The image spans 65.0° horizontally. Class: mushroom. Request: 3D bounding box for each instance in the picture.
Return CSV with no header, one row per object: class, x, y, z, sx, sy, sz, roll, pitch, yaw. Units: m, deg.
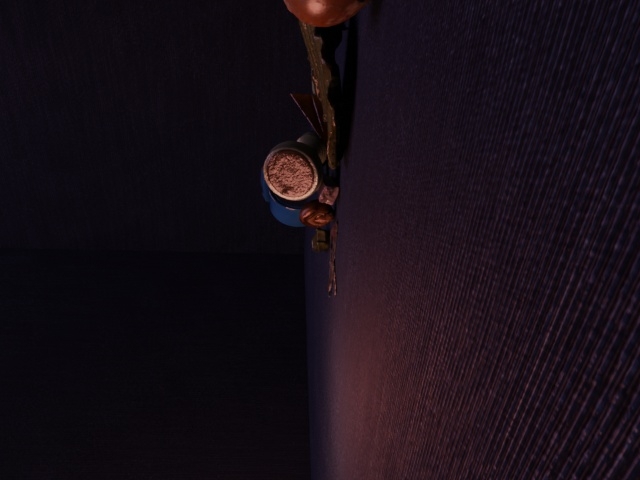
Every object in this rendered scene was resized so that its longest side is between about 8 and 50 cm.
mushroom,-0.013,-0.085,1.682,0.127,0.127,0.087,97,161,-56

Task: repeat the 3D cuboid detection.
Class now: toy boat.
toy boat,0.000,0.000,1.975,0.293,0.055,0.093,127,143,-82

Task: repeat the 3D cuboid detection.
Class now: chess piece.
chess piece,-0.058,-0.274,1.697,0.299,0.195,0.194,-62,-21,-58

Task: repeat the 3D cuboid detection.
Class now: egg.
egg,0.017,-0.508,0.935,0.233,0.195,0.194,117,157,-52

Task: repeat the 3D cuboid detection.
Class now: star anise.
star anise,0.001,-0.582,1.294,0.228,0.219,0.148,4,-92,-52

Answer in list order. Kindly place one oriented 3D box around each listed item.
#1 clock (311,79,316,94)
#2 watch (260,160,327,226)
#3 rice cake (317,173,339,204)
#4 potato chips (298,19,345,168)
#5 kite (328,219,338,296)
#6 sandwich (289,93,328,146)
clock,-0.001,-0.660,2.013,0.210,0.066,0.159,-86,-5,-50
watch,-0.069,-0.208,2.018,0.274,0.306,0.241,55,162,25
rice cake,0.020,-0.180,1.706,0.365,0.056,0.072,-106,34,-77
potato chips,0.009,-0.413,1.383,0.429,0.070,0.358,78,178,-45
kite,0.041,0.059,1.685,0.314,0.012,0.335,-93,6,-51
sandwich,-0.023,-0.382,1.663,0.117,0.145,0.187,21,-110,-75
